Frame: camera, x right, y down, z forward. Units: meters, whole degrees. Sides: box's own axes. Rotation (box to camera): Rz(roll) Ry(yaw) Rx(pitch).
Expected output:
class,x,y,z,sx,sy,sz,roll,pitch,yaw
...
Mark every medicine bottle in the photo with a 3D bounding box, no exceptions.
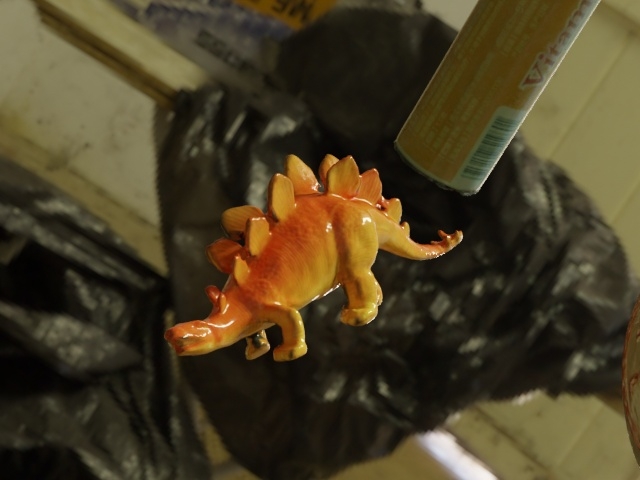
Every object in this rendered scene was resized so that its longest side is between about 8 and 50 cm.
class,x,y,z,sx,sy,sz,roll,pitch,yaw
medicine bottle,0.202,-0.235,1.200,0.108,0.426,0.108,26,24,-12

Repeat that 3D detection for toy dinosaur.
class,x,y,z,sx,sy,sz,roll,pitch,yaw
toy dinosaur,0.000,0.000,0.918,0.288,0.070,0.117,-26,99,-42

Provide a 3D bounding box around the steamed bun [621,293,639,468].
class,x,y,z,sx,sy,sz,roll,pitch,yaw
steamed bun,0.255,0.070,0.776,0.145,0.232,0.232,18,17,-31
